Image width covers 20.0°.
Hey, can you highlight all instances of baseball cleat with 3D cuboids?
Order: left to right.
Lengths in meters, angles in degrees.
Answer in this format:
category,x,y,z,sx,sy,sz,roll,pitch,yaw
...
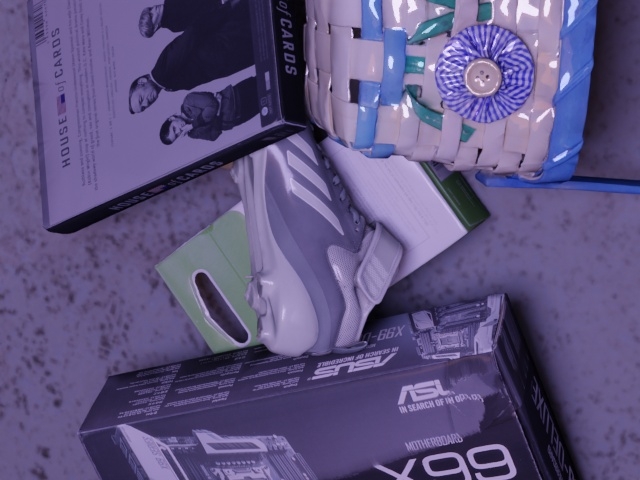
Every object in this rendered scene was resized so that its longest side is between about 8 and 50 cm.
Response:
category,x,y,z,sx,sy,sz,roll,pitch,yaw
baseball cleat,-0.004,-0.025,1.193,0.109,0.072,0.205,0,80,-19

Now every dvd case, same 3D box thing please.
category,x,y,z,sx,sy,sz,roll,pitch,yaw
dvd case,-0.109,-0.121,1.214,0.239,0.030,0.179,-21,68,41

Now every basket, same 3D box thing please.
category,x,y,z,sx,sy,sz,roll,pitch,yaw
basket,0.137,-0.146,1.121,0.289,0.201,0.254,-5,104,-15

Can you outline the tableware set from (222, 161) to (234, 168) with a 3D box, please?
category,x,y,z,sx,sy,sz,roll,pitch,yaw
tableware set,-0.102,-0.117,1.293,0.141,0.020,0.168,4,103,16

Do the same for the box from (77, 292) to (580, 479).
category,x,y,z,sx,sy,sz,roll,pitch,yaw
box,0.022,0.181,1.254,0.308,0.076,0.242,-12,117,21

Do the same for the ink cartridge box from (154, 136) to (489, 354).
category,x,y,z,sx,sy,sz,roll,pitch,yaw
ink cartridge box,0.000,0.000,1.261,0.209,0.062,0.109,-36,89,23
